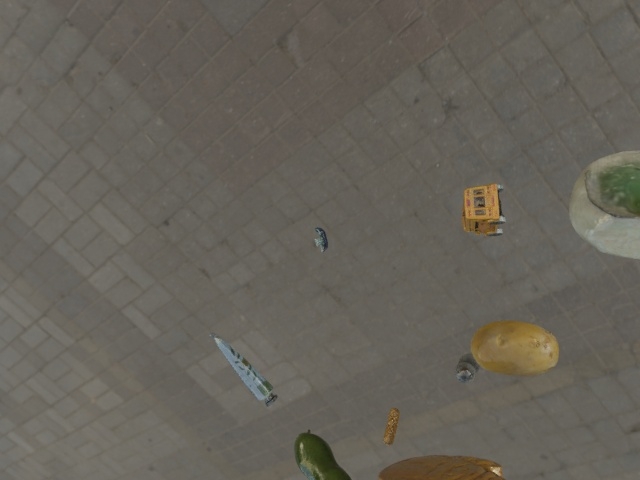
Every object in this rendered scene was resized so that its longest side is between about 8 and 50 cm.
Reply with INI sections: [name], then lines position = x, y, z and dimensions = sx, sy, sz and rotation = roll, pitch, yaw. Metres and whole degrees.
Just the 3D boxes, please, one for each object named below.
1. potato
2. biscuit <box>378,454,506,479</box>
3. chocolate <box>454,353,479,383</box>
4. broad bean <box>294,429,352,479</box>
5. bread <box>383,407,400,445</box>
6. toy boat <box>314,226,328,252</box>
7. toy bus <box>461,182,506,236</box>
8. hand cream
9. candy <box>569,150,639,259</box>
[potato]
position = 0.523, 0.293, 1.537
dimensions = 0.233, 0.146, 0.151
rotation = -6, 76, 29
[biscuit]
position = 0.335, 0.634, 1.523
dimensions = 0.351, 0.312, 0.057
rotation = -7, 84, 28
[chocolate]
position = 0.489, 0.424, 1.884
dimensions = 0.072, 0.167, 0.072
rotation = 4, 98, 25
[broad bean]
position = 0.031, 0.353, 0.761
dimensions = 0.052, 0.256, 0.053
rotation = -5, 125, -32
[bread]
position = 0.300, 0.785, 2.388
dimensions = 0.044, 0.157, 0.052
rotation = 0, 149, 34
[toy boat]
position = 0.000, 0.000, 1.598
dimensions = 0.038, 0.038, 0.083
rotation = -3, 125, 19
[toy bus]
position = 0.294, -0.051, 1.026
dimensions = 0.074, 0.162, 0.070
rotation = -5, 79, 14
[hand cream]
position = -0.217, 0.350, 1.556
dimensions = 0.055, 0.088, 0.256
rotation = -43, 88, -4
[candy]
position = 0.899, -0.107, 1.578
dimensions = 0.385, 0.427, 0.186
rotation = -2, 131, 20
